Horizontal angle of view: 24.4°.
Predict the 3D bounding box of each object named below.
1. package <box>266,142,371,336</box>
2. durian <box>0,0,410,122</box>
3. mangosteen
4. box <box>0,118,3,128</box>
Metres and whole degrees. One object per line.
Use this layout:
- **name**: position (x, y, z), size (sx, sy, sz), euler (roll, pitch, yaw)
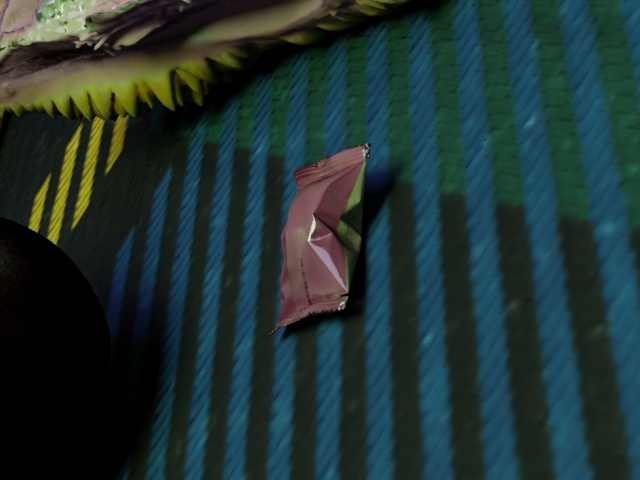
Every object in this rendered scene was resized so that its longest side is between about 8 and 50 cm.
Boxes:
- **package**: position (0.000, 0.000, 0.659), size (0.059, 0.029, 0.083), euler (-21, 52, 51)
- **durian**: position (-0.048, -0.153, 0.821), size (0.341, 0.112, 0.191), euler (-15, 36, 38)
- **mangosteen**: position (-0.209, 0.052, 0.713), size (0.194, 0.230, 0.194), euler (-36, 6, 4)
- **box**: position (-0.447, -0.132, 1.186), size (0.312, 0.314, 0.300), euler (-33, 38, 36)
